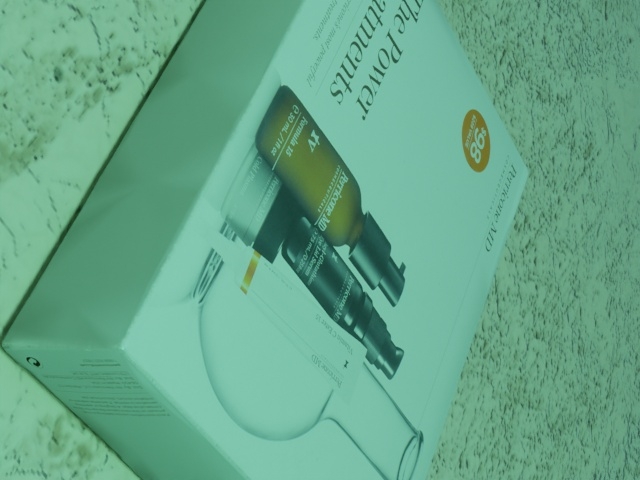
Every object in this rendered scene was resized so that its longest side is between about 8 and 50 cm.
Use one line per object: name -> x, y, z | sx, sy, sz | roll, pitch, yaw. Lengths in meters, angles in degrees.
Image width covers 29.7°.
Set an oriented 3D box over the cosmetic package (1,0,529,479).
cosmetic package -> 0.000, 0.000, 0.777 | 0.284, 0.097, 0.377 | 55, 46, -39
